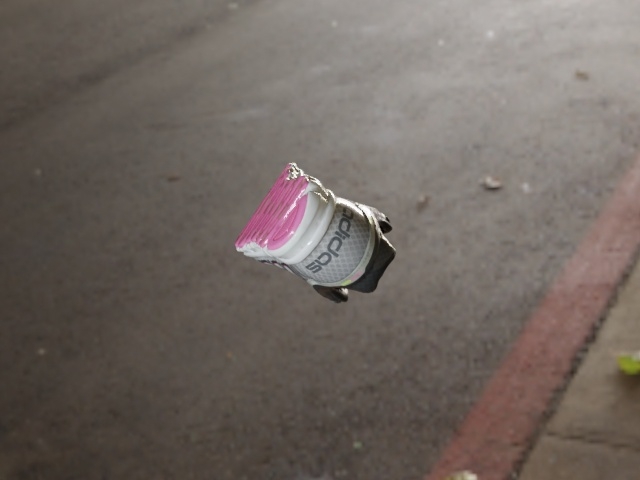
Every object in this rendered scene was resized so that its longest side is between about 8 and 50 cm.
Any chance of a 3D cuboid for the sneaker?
[{"bbox_3d":[0.000,0.000,0.794,0.075,0.063,0.170,33,-2,-10],"label":"sneaker"}]
